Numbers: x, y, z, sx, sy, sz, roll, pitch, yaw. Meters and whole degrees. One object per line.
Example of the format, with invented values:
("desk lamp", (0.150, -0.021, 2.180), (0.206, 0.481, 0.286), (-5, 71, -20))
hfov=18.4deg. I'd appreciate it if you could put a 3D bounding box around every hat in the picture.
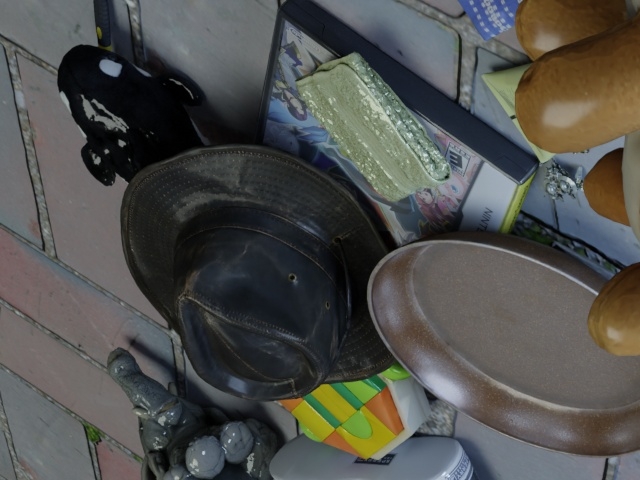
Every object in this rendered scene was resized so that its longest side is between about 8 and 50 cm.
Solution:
("hat", (-0.071, 0.068, 1.933), (0.331, 0.134, 0.331), (13, 137, 12))

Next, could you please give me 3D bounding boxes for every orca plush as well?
("orca plush", (-0.176, -0.066, 2.002), (0.151, 0.102, 0.287), (-19, 107, 20))

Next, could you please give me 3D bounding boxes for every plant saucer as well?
("plant saucer", (0.192, 0.089, 1.833), (0.310, 0.050, 0.311), (21, 148, 14))

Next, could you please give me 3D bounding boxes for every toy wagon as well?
("toy wagon", (-0.033, 0.096, 2.154), (0.344, 0.068, 0.267), (43, 151, 1))

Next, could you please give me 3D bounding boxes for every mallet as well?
("mallet", (-0.215, -0.194, 2.033), (0.062, 0.039, 0.190), (33, 146, 16))

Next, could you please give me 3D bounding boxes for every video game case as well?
("video game case", (0.060, -0.074, 1.841), (0.275, 0.035, 0.248), (36, 151, 13))

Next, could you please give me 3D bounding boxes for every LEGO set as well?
("LEGO set", (0.206, -0.057, 1.690), (0.054, 0.023, 0.083), (22, 145, 34))

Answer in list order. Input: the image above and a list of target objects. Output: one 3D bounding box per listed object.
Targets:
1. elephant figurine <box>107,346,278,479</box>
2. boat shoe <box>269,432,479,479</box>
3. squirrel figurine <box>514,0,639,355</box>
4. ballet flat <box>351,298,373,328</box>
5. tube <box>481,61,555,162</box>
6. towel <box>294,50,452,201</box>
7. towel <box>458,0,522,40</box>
("elephant figurine", (-0.166, 0.261, 2.492), (0.169, 0.186, 0.239), (10, -171, -39))
("boat shoe", (0.066, 0.278, 2.245), (0.301, 0.108, 0.102), (-4, 126, 45))
("squirrel figurine", (0.310, -0.158, 1.225), (0.397, 0.281, 0.370), (-5, 111, 17))
("ballet flat", (0.000, 0.000, 1.992), (0.221, 0.077, 0.079), (42, 134, -7))
("tube", (0.212, -0.122, 1.569), (0.062, 0.070, 0.240), (6, 169, -24))
("towel", (0.046, -0.099, 1.760), (0.148, 0.027, 0.110), (50, 152, -11))
("towel", (0.142, -0.285, 1.449), (0.243, 0.040, 0.336), (50, 151, -10))
